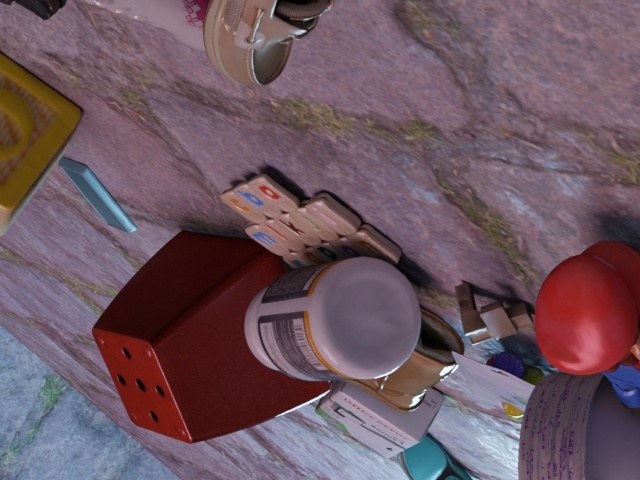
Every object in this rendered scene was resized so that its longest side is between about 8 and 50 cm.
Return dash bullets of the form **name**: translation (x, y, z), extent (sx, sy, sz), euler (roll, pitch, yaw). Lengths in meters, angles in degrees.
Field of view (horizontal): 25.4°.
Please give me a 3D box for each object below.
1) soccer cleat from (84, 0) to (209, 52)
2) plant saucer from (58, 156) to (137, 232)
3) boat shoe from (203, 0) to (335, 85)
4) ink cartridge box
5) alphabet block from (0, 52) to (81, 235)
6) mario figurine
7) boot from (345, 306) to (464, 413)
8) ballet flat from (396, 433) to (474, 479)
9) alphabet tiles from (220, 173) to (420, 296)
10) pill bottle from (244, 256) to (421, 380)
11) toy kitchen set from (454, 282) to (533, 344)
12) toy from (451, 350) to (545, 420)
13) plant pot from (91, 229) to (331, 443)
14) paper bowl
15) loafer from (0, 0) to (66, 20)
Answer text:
- **soccer cleat**: translation (-0.222, -0.278, 1.429), extent (0.116, 0.143, 0.331), euler (8, 150, 50)
- **plant saucer**: translation (-0.372, -0.073, 2.362), extent (0.067, 0.018, 0.192), euler (20, 156, 32)
- **boat shoe**: translation (-0.042, -0.228, 1.335), extent (0.098, 0.109, 0.302), euler (30, 155, 12)
- **ink cartridge box**: translation (0.095, 0.272, 2.357), extent (0.160, 0.093, 0.219), euler (32, 162, 0)
- **alphabet block**: translation (-0.491, -0.145, 2.102), extent (0.192, 0.193, 0.197), euler (34, 161, -9)
- **mario figurine**: translation (0.345, 0.084, 1.529), extent (0.198, 0.170, 0.320), euler (-20, 147, 21)
- **boot**: translation (0.085, 0.147, 2.098), extent (0.236, 0.089, 0.269), euler (28, 158, 5)
- **ballet flat**: translation (0.202, 0.418, 2.575), extent (0.247, 0.083, 0.087), euler (45, 171, -28)
- **alphabet tiles**: translation (0.000, 0.000, 1.949), extent (0.278, 0.021, 0.284), euler (35, 161, -15)
- **pill bottle**: translation (0.007, 0.112, 1.943), extent (0.162, 0.162, 0.278), euler (38, 161, -16)
- **toy kitchen set**: translation (0.213, 0.076, 1.787), extent (0.083, 0.075, 0.068), euler (-19, 143, 15)
- **toy**: translation (0.265, 0.193, 1.955), extent (0.137, 0.056, 0.237), euler (21, 163, 20)
- **plant pot**: translation (-0.188, 0.163, 2.180), extent (0.267, 0.235, 0.267), euler (7, 124, 52)
- **paper bowl**: translation (0.359, 0.298, 1.731), extent (0.148, 0.284, 0.284), euler (-7, 141, 30)
- **loafer**: translation (-0.431, -0.341, 1.691), extent (0.267, 0.084, 0.096), euler (38, 160, -15)
